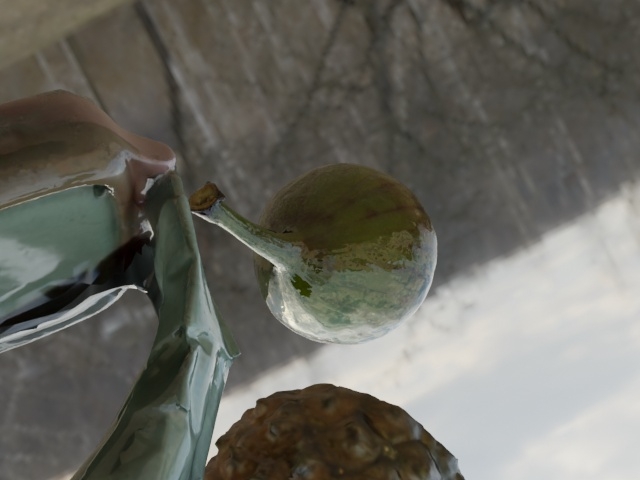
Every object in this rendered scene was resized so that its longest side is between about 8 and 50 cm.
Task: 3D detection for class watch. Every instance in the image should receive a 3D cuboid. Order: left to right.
[{"bbox_3d":[-0.157,0.078,0.835,0.253,0.241,0.162,-20,150,-15],"label":"watch"}]

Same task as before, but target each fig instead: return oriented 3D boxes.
[{"bbox_3d":[0.000,0.000,1.350,0.151,0.151,0.259,-27,163,13],"label":"fig"}]

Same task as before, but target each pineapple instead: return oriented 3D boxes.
[{"bbox_3d":[-0.048,0.242,0.917,0.169,0.169,0.340,-24,-152,55],"label":"pineapple"}]
